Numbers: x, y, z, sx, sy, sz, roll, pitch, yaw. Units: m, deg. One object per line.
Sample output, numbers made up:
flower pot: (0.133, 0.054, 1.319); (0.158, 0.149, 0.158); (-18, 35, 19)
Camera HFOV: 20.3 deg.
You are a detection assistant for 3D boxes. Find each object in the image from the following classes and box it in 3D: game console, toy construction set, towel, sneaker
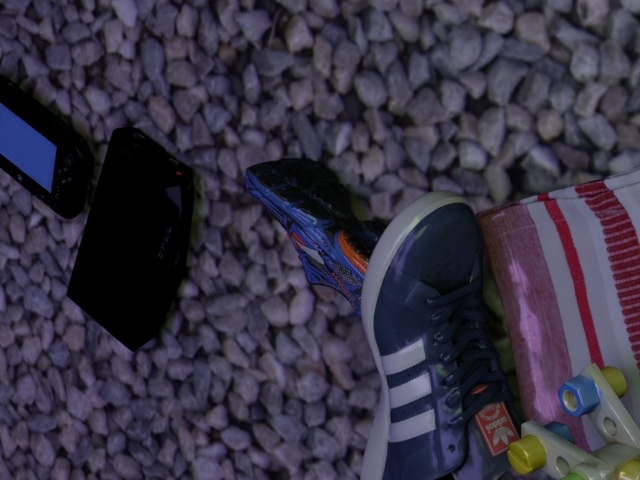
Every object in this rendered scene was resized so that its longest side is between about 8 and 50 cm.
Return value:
game console: (-0.275, -0.054, 1.965); (0.361, 0.044, 0.213); (37, 121, 31)
toy construction set: (0.272, 0.270, 1.411); (0.327, 0.151, 0.215); (-123, 31, -49)
towel: (0.276, 0.056, 1.479); (0.329, 0.037, 0.237); (-17, 88, 48)
sneaker: (0.000, 0.000, 1.707); (0.221, 0.083, 0.087); (44, 130, 29)
sneaker: (0.124, 0.127, 1.567); (0.148, 0.131, 0.350); (34, 136, 44)
